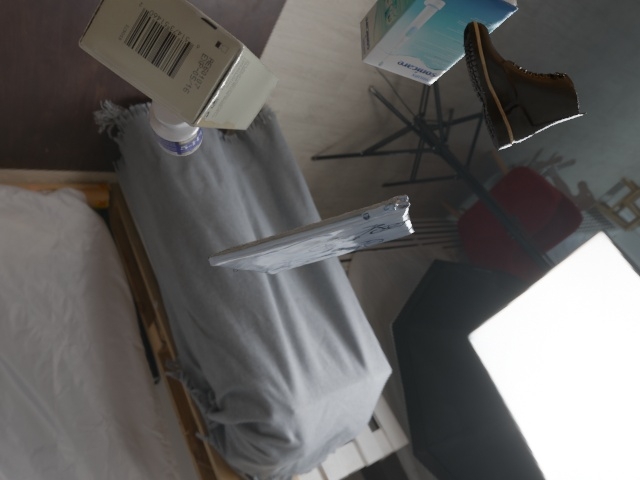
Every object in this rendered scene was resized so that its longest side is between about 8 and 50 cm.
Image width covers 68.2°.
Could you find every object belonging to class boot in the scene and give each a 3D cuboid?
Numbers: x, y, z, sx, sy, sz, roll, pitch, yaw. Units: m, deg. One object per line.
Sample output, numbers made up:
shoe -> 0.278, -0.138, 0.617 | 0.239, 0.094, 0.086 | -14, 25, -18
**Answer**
boot -> 0.311, -0.258, 0.734 | 0.136, 0.198, 0.077 | -18, -173, 13

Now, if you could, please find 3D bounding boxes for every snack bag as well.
snack bag -> 0.000, 0.000, 0.824 | 0.322, 0.037, 0.342 | -16, 171, 10

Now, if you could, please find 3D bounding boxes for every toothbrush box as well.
toothbrush box -> 0.258, -0.517, 1.093 | 0.216, 0.126, 0.295 | 8, 159, -25

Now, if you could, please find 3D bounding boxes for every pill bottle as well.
pill bottle -> -0.323, -0.267, 1.061 | 0.111, 0.112, 0.186 | -25, 180, -13

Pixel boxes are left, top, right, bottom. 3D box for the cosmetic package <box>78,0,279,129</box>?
cosmetic package -> -0.167, -0.244, 0.659 | 0.113, 0.160, 0.309 | -54, -176, 11
